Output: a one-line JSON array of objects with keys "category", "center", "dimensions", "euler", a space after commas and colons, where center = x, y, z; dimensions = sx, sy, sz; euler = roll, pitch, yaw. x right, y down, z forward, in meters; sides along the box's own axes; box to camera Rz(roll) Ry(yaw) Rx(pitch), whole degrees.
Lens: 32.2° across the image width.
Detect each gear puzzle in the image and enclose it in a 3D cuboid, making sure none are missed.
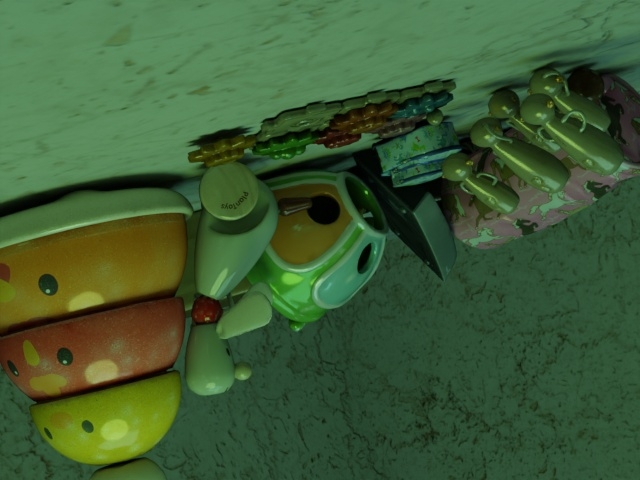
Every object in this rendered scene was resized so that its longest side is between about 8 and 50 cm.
[{"category": "gear puzzle", "center": [0.000, -0.132, 1.378], "dimensions": [0.339, 0.044, 0.175], "euler": [-13, 175, -21]}]

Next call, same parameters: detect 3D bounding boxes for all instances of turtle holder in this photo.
[{"category": "turtle holder", "center": [0.000, 0.011, 1.796], "dimensions": [0.227, 0.243, 0.320], "euler": [-32, 136, 19]}]

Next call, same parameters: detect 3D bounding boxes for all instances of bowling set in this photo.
[{"category": "bowling set", "center": [0.290, -0.171, 1.512], "dimensions": [0.154, 0.199, 0.287], "euler": [32, 152, -18]}]

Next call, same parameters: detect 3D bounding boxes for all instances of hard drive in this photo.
[{"category": "hard drive", "center": [0.147, -0.045, 1.832], "dimensions": [0.054, 0.172, 0.254], "euler": [-41, 148, -5]}]

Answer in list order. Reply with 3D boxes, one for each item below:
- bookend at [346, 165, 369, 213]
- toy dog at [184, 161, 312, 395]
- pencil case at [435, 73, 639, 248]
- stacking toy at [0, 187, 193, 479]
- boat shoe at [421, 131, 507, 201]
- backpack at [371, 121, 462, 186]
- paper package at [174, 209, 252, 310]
[{"category": "bookend", "center": [0.047, -0.085, 1.964], "dimensions": [0.156, 0.072, 0.157], "euler": [-12, 174, -30]}, {"category": "toy dog", "center": [-0.101, 0.045, 1.577], "dimensions": [0.161, 0.333, 0.220], "euler": [5, -161, -4]}, {"category": "pencil case", "center": [0.349, -0.117, 1.745], "dimensions": [0.167, 0.160, 0.386], "euler": [19, 152, -27]}, {"category": "stacking toy", "center": [-0.297, 0.184, 1.534], "dimensions": [0.351, 0.479, 0.350], "euler": [-15, 176, -1]}, {"category": "boat shoe", "center": [0.271, -0.122, 1.979], "dimensions": [0.324, 0.123, 0.116], "euler": [-23, 157, 17]}, {"category": "backpack", "center": [0.153, -0.130, 1.669], "dimensions": [0.105, 0.084, 0.114], "euler": [-15, 173, -46]}, {"category": "paper package", "center": [-0.195, 0.039, 2.106], "dimensions": [0.310, 0.168, 0.325], "euler": [-18, 174, 15]}]
